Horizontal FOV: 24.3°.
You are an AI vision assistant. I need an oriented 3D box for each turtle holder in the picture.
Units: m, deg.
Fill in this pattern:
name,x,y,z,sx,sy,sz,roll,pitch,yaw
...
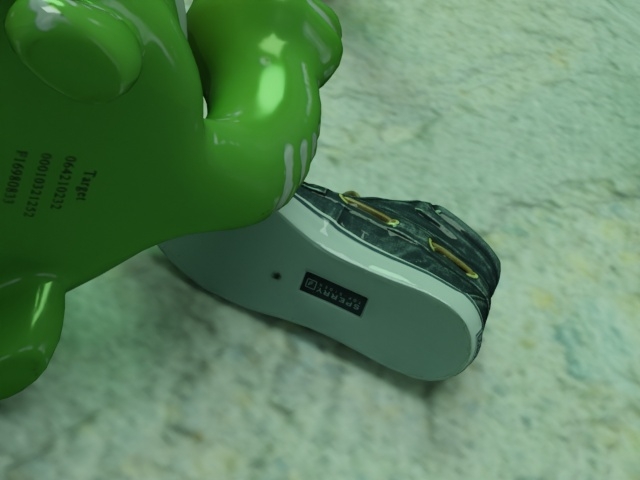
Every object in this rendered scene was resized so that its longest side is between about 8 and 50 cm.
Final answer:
name,x,y,z,sx,sy,sz,roll,pitch,yaw
turtle holder,-0.151,-0.094,0.584,0.320,0.243,0.227,-12,52,-2

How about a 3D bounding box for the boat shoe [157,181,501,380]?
name,x,y,z,sx,sy,sz,roll,pitch,yaw
boat shoe,0.000,0.000,0.728,0.183,0.065,0.083,29,31,3
